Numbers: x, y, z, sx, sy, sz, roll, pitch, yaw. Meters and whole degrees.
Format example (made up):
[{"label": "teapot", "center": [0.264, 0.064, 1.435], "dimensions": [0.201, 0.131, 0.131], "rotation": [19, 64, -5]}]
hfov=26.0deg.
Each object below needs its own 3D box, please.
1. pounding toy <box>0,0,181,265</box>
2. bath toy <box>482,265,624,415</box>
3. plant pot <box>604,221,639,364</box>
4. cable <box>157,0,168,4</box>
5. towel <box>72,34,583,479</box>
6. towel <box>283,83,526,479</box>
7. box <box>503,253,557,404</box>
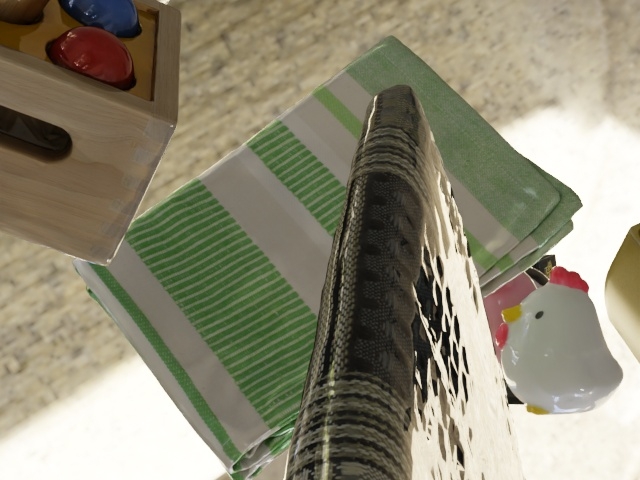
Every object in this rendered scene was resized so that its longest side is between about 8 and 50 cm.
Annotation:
[{"label": "pounding toy", "center": [-0.127, -0.074, 0.540], "dimensions": [0.100, 0.141, 0.130], "rotation": [-61, 19, 27]}, {"label": "bath toy", "center": [0.180, 0.062, 1.333], "dimensions": [0.348, 0.151, 0.129], "rotation": [-130, 38, -76]}, {"label": "plant pot", "center": [0.220, 0.036, 0.836], "dimensions": [0.081, 0.081, 0.083], "rotation": [59, 149, 24]}, {"label": "cable", "center": [-0.214, -0.236, 0.994], "dimensions": [0.257, 0.257, 0.089], "rotation": [34, 108, 34]}, {"label": "towel", "center": [0.000, 0.000, 1.049], "dimensions": [0.248, 0.325, 0.038], "rotation": [47, 168, 32]}, {"label": "towel", "center": [0.050, 0.140, 0.606], "dimensions": [0.312, 0.056, 0.324], "rotation": [-80, -24, -54]}, {"label": "box", "center": [0.188, 0.109, 1.681], "dimensions": [0.220, 0.051, 0.175], "rotation": [-2, 97, 36]}]
